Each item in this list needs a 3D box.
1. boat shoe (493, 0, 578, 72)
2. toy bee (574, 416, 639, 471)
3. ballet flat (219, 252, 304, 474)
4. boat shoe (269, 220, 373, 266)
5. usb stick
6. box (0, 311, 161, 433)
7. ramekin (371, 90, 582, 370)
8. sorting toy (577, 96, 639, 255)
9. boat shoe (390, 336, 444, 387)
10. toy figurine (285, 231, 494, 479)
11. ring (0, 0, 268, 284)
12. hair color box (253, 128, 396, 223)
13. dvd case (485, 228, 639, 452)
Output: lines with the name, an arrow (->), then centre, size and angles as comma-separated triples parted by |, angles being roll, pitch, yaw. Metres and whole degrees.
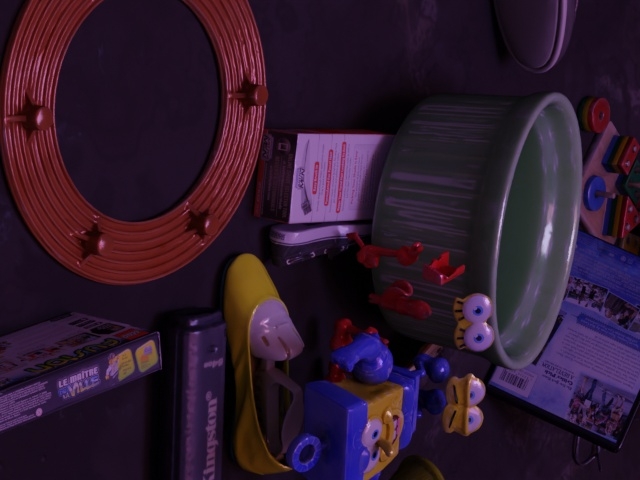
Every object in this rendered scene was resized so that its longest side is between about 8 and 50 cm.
boat shoe -> 0.255, -0.365, 1.923 | 0.095, 0.112, 0.335 | -27, 114, -40
toy bee -> 0.494, 0.204, 2.296 | 0.195, 0.162, 0.298 | 37, 69, -50
ballet flat -> -0.051, 0.128, 1.678 | 0.077, 0.077, 0.231 | -15, 109, -47
boat shoe -> 0.000, 0.000, 1.743 | 0.142, 0.049, 0.040 | -7, 109, -43
usb stick -> -0.126, 0.205, 1.629 | 0.077, 0.045, 0.278 | -8, 103, -49
box -> -0.247, 0.111, 1.408 | 0.207, 0.114, 0.036 | -19, 112, -47
ramekin -> 0.171, -0.019, 1.816 | 0.303, 0.148, 0.303 | 10, 90, -67
sorting toy -> 0.395, -0.062, 2.209 | 0.274, 0.046, 0.132 | 50, 60, -44
boat shoe -> 0.099, 0.147, 1.883 | 0.152, 0.056, 0.049 | -38, 120, -40
toy figurine -> 0.024, 0.193, 1.669 | 0.217, 0.191, 0.363 | -25, 129, -46
ring -> -0.157, -0.124, 1.534 | 0.336, 0.032, 0.337 | -12, 106, -49
hair color box -> 0.007, -0.068, 1.728 | 0.167, 0.053, 0.093 | -3, 102, -52
dvd case -> 0.337, 0.119, 2.085 | 0.253, 0.180, 0.022 | -61, 170, -22
